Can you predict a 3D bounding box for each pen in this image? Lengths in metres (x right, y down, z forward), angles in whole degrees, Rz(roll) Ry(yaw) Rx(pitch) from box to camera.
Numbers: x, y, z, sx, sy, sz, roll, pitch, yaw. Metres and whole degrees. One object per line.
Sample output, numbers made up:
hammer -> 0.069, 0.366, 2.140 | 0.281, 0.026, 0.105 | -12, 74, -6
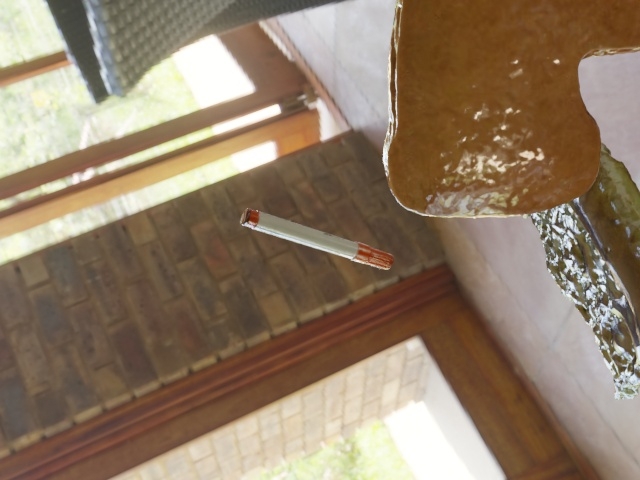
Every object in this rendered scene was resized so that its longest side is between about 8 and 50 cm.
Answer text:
pen -> 0.000, 0.000, 1.167 | 0.028, 0.239, 0.028 | -37, 45, 48

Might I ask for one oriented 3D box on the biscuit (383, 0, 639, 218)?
biscuit -> 0.133, -0.103, 0.495 | 0.036, 0.186, 0.192 | -107, 19, -69

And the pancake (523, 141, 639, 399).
pancake -> 0.298, 0.002, 0.981 | 0.305, 0.067, 0.426 | 82, 169, -60
